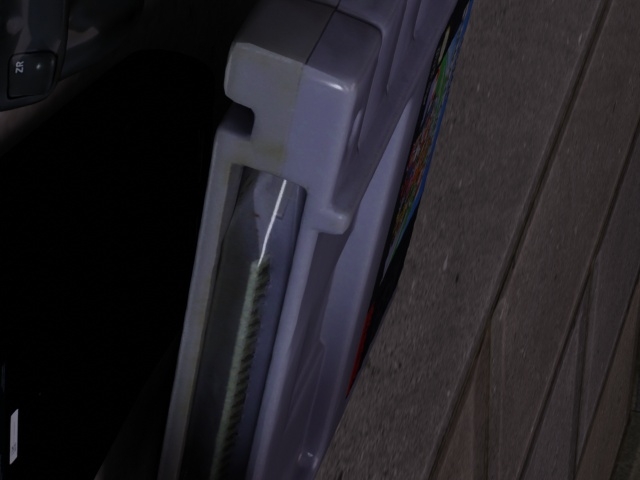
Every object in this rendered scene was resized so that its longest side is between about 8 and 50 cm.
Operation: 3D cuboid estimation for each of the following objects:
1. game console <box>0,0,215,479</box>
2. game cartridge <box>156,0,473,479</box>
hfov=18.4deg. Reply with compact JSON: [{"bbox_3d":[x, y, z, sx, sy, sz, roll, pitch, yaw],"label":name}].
[{"bbox_3d":[-0.082,-0.070,0.619,0.213,0.044,0.361,-53,153,-61],"label":"game console"},{"bbox_3d":[0.000,0.000,0.840,0.230,0.068,0.355,-58,166,-45],"label":"game cartridge"}]
